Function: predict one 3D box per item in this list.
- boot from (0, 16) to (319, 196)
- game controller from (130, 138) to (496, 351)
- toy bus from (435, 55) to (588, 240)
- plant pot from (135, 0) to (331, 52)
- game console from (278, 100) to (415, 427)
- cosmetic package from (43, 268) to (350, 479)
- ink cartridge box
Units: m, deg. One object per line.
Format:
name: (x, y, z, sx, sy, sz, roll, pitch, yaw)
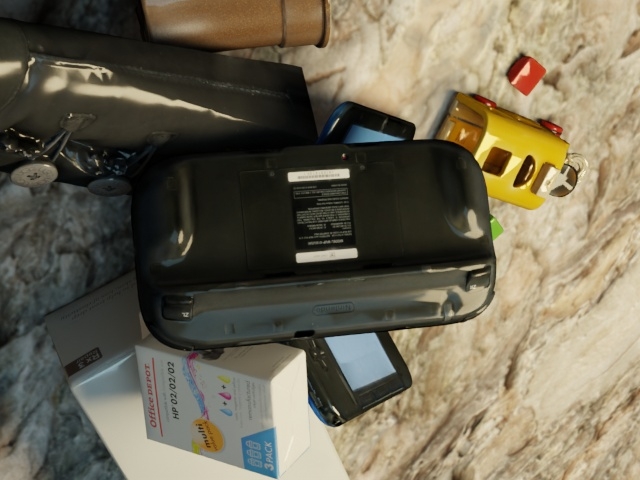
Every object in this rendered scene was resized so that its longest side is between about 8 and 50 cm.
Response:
boot: (-0.275, -0.094, 1.103, 0.445, 0.367, 0.146, 1, 80, -47)
game controller: (0.000, 0.000, 1.057, 0.319, 0.067, 0.166, -4, 78, -15)
toy bus: (0.222, -0.085, 1.365, 0.202, 0.104, 0.191, -28, 122, -9)
plant pot: (-0.091, -0.243, 1.127, 0.165, 0.167, 0.167, -13, 119, -10)
game console: (0.053, 0.022, 1.221, 0.173, 0.293, 0.250, -31, 81, 16)
cosmetic package: (-0.113, 0.207, 1.331, 0.217, 0.156, 0.385, -27, 120, -10)
ink cartridge box: (-0.103, 0.136, 1.108, 0.061, 0.181, 0.104, -39, 133, -51)
